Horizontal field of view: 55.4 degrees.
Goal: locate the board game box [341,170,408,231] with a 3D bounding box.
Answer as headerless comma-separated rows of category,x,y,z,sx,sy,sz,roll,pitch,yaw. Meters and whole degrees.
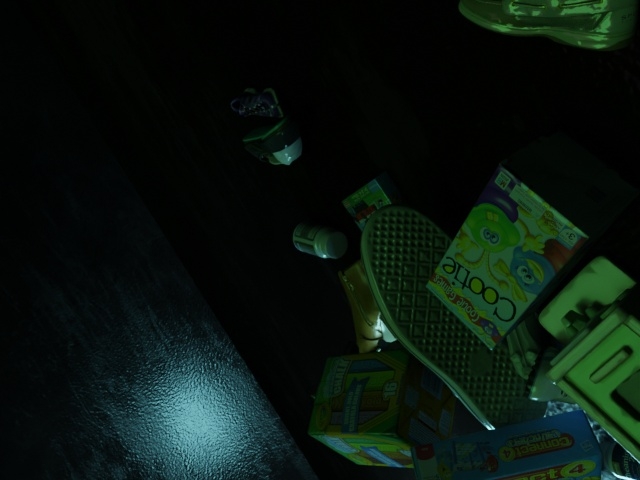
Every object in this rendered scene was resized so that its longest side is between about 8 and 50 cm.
board game box,0.145,-0.022,1.242,0.211,0.039,0.160,55,154,-2

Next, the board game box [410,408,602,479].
board game box,0.350,0.457,1.128,0.086,0.308,0.302,-97,-12,-47

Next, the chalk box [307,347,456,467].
chalk box,0.103,0.348,1.249,0.289,0.179,0.180,-17,135,41

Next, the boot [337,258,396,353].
boot,0.108,0.164,1.482,0.211,0.104,0.295,55,151,13

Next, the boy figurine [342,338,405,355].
boy figurine,0.185,0.274,1.350,0.285,0.092,0.177,-8,133,33

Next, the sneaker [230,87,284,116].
sneaker,-0.143,-0.299,1.370,0.170,0.071,0.068,18,136,51

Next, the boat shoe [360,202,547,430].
boat shoe,0.228,0.146,1.110,0.500,0.187,0.156,52,176,-15

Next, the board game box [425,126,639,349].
board game box,0.286,0.005,0.866,0.142,0.144,0.275,45,144,21

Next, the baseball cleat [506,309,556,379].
baseball cleat,0.347,0.133,1.043,0.072,0.109,0.205,-13,81,37

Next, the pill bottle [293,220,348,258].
pill bottle,0.000,0.000,1.474,0.137,0.078,0.078,16,135,53

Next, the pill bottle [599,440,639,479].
pill bottle,0.528,0.370,1.020,0.067,0.067,0.120,58,154,-7

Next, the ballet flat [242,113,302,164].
ballet flat,-0.092,-0.221,1.367,0.096,0.095,0.280,52,167,-17

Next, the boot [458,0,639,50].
boot,0.251,-0.310,0.668,0.213,0.077,0.165,28,144,35

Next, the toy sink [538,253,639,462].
toy sink,0.411,0.156,0.829,0.234,0.131,0.152,46,126,20

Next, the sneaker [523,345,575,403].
sneaker,0.385,0.216,0.946,0.086,0.237,0.085,23,98,40
